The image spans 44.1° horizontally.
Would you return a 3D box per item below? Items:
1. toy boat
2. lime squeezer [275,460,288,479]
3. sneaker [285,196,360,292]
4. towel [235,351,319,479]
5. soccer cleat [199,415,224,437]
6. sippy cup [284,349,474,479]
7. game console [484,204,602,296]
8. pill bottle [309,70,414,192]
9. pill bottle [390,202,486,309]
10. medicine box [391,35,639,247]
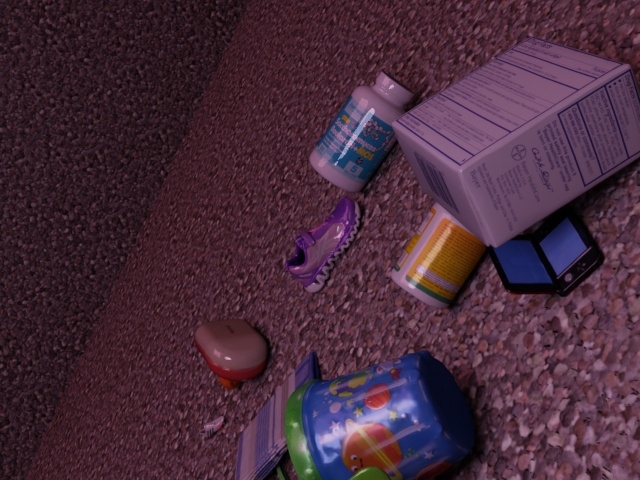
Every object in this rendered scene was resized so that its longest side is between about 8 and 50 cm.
[{"bbox_3d":[-0.216,0.290,1.914,0.231,0.151,0.151,-149,56,-65],"label":"toy boat"},{"bbox_3d":[-0.029,0.451,1.471,0.310,0.059,0.109,-25,45,53],"label":"lime squeezer"},{"bbox_3d":[0.000,0.000,1.792,0.236,0.105,0.095,-59,24,5],"label":"sneaker"},{"bbox_3d":[-0.089,0.386,1.648,0.285,0.034,0.209,-52,17,18],"label":"towel"},{"bbox_3d":[-0.264,0.454,1.926,0.083,0.036,0.029,-47,30,30],"label":"soccer cleat"},{"bbox_3d":[0.102,0.285,1.200,0.224,0.240,0.305,-31,43,22],"label":"sippy cup"},{"bbox_3d":[0.331,0.010,1.188,0.124,0.085,0.144,-50,29,26],"label":"game console"},{"bbox_3d":[0.100,-0.250,1.794,0.264,0.146,0.146,-55,27,17],"label":"pill bottle"},{"bbox_3d":[0.222,0.004,1.360,0.208,0.118,0.117,-59,26,9],"label":"pill bottle"},{"bbox_3d":[0.301,-0.163,1.212,0.289,0.149,0.263,-31,28,-2],"label":"medicine box"}]
